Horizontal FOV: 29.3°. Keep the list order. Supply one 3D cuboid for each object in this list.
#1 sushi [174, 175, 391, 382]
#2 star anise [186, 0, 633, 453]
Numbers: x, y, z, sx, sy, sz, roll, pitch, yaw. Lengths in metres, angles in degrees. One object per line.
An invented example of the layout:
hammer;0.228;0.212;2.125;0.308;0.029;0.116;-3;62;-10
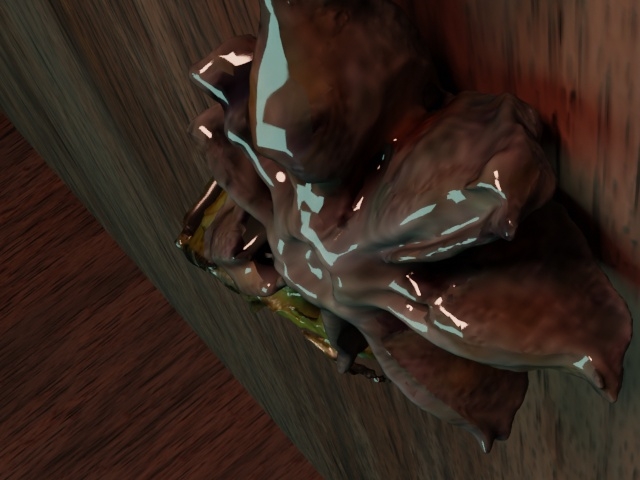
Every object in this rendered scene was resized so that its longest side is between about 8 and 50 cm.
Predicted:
sushi;-0.005;-0.004;0.874;0.131;0.139;0.291;35;176;-24
star anise;0.046;-0.028;0.614;0.316;0.139;0.359;49;154;-24
